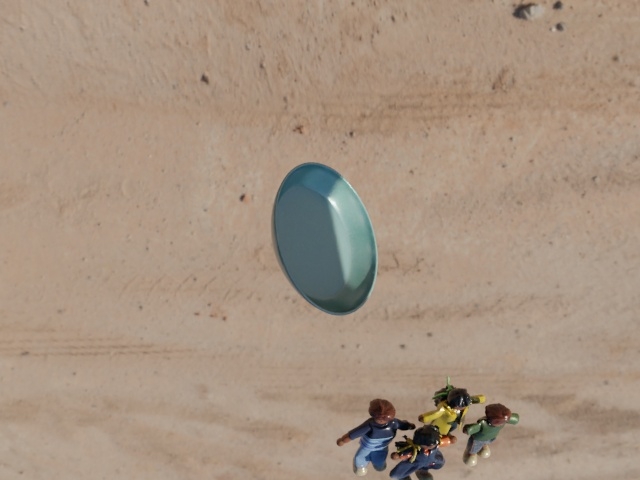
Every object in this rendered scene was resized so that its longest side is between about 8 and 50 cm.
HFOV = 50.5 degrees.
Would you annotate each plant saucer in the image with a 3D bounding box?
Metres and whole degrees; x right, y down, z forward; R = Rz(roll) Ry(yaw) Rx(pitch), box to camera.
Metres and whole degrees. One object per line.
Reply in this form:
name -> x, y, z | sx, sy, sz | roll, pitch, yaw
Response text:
plant saucer -> 0.000, 0.000, 0.519 | 0.021, 0.119, 0.119 | -17, 134, 38

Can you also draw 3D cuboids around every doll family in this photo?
doll family -> 0.113, 0.199, 0.708 | 0.193, 0.076, 0.111 | -17, 142, -22
